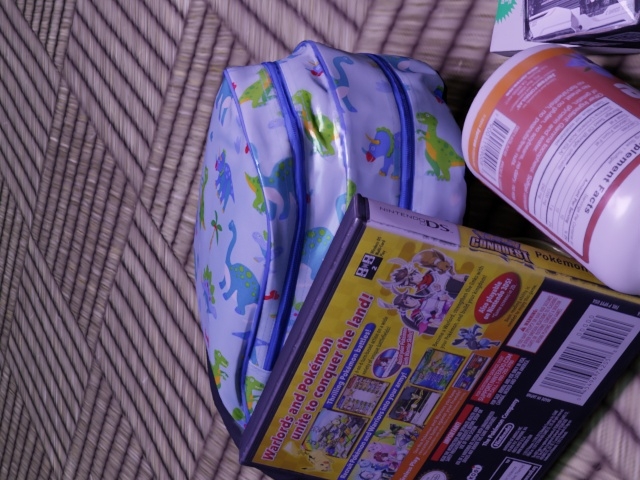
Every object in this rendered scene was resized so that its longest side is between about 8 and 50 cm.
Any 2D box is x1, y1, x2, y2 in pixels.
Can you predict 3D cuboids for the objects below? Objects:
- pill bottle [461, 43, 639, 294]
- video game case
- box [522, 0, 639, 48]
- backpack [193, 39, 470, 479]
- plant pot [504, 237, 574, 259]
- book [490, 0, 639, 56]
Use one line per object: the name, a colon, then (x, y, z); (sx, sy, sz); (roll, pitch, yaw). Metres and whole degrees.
pill bottle: (0.208, -0.040, 0.696); (0.216, 0.121, 0.121); (47, 130, 40)
video game case: (0.094, 0.108, 0.784); (0.035, 0.248, 0.275); (-91, 21, -52)
box: (0.218, -0.263, 0.549); (0.076, 0.242, 0.308); (4, 99, 54)
backpack: (0.000, 0.000, 0.880); (0.355, 0.273, 0.290); (-54, 31, 35)
plant pot: (0.165, 0.053, 0.816); (0.083, 0.083, 0.079); (44, 141, 42)
book: (0.198, -0.192, 0.766); (0.144, 0.035, 0.096); (11, 94, 54)
